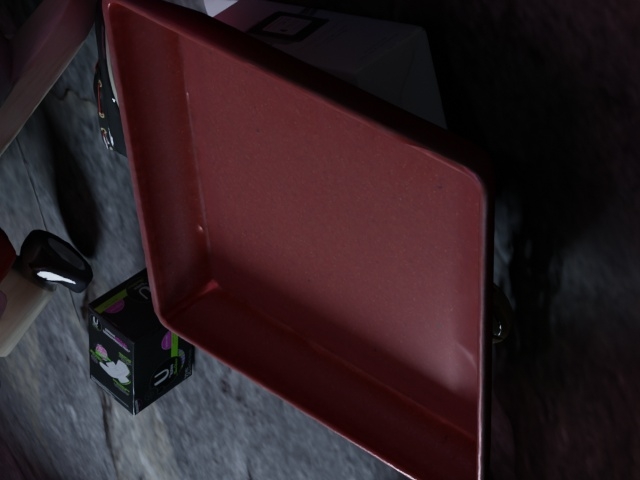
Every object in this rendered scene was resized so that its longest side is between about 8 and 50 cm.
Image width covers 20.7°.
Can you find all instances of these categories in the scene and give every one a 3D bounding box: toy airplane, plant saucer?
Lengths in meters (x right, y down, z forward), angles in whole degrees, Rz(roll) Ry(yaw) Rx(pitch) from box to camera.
[{"bbox_3d":[-0.317,0.021,1.172,0.272,0.386,0.384,40,145,-7],"label":"toy airplane"},{"bbox_3d":[0.000,0.000,0.972,0.258,0.048,0.259,29,142,30],"label":"plant saucer"}]

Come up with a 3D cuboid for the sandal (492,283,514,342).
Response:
[{"bbox_3d":[0.042,0.002,1.026,0.180,0.049,0.072,27,154,37],"label":"sandal"}]

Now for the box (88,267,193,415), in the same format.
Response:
[{"bbox_3d":[-0.131,0.073,1.285,0.052,0.062,0.083,37,143,26],"label":"box"}]

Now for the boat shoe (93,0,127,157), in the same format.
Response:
[{"bbox_3d":[-0.129,-0.106,1.137,0.042,0.049,0.133,21,139,28],"label":"boat shoe"}]

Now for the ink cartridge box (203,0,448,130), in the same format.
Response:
[{"bbox_3d":[-0.015,-0.077,1.014,0.180,0.060,0.104,15,132,42],"label":"ink cartridge box"}]
